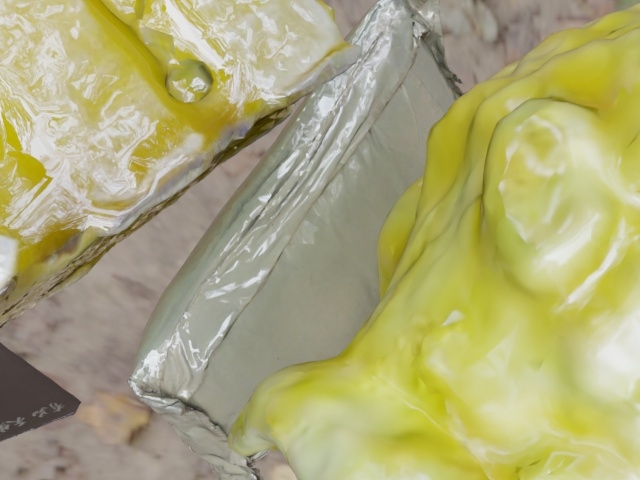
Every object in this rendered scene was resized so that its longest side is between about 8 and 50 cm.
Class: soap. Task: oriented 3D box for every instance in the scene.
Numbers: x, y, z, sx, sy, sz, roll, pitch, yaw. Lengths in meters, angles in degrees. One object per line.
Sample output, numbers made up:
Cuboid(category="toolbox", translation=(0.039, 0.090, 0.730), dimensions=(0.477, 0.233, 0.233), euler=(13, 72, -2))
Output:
Cuboid(category="soap", translation=(-0.158, -0.126, 0.654), dimensions=(0.199, 0.091, 0.315), euler=(-39, 91, -28))

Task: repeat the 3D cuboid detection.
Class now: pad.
Cuboid(category="pad", translation=(-0.214, 0.091, 0.997), dimensions=(0.157, 0.112, 0.003), euler=(-20, 120, -32))

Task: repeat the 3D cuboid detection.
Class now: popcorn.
Cuboid(category="popcorn", translation=(0.092, 0.042, 0.549), dimensions=(0.217, 0.235, 0.181), euler=(-35, 69, -14))

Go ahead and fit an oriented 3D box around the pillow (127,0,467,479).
Cuboid(category="pillow", translation=(0.000, 0.000, 0.809), dimensions=(0.053, 0.119, 0.208), euler=(23, 70, 36))
